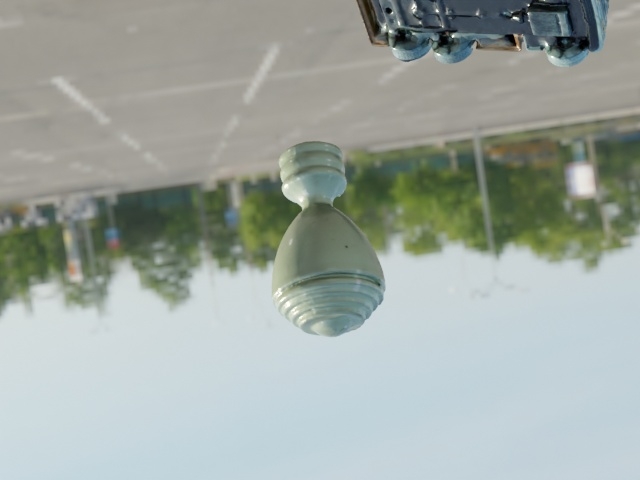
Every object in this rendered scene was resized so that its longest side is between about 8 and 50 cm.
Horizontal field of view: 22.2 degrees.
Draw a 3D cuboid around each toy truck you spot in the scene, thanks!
[{"bbox_3d":[0.221,-0.319,1.951,0.338,0.184,0.133,5,143,24],"label":"toy truck"}]

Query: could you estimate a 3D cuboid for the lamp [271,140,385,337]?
[{"bbox_3d":[0.000,0.000,1.527,0.106,0.193,0.106,-8,155,-4],"label":"lamp"}]
